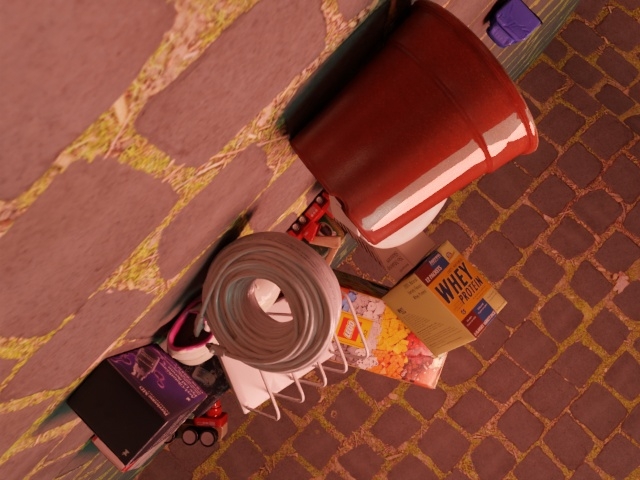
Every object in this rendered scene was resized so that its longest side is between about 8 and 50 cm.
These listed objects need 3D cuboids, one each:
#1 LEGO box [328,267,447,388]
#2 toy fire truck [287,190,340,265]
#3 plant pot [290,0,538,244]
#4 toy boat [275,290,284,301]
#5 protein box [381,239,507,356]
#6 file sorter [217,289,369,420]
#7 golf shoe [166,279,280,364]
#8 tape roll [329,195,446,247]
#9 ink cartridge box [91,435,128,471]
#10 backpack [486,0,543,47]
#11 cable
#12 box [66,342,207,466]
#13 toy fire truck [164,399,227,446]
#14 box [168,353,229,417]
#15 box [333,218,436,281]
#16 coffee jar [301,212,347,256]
[{"bbox_3d":[0.117,0.226,1.720,0.500,0.373,0.193,-152,-99,-78],"label":"LEGO box"},{"bbox_3d":[0.000,-0.007,1.359,0.192,0.135,0.047,-48,173,13],"label":"toy fire truck"},{"bbox_3d":[0.118,-0.149,0.845,0.265,0.272,0.272,-40,174,6],"label":"plant pot"},{"bbox_3d":[-0.125,0.142,1.579,0.151,0.151,0.231,-9,154,-27],"label":"toy boat"},{"bbox_3d":[0.292,0.144,1.402,0.136,0.201,0.200,-40,174,-28],"label":"protein box"},{"bbox_3d":[-0.061,0.244,1.294,0.278,0.192,0.173,-27,-167,-32],"label":"file sorter"},{"bbox_3d":[-0.184,0.129,1.159,0.306,0.115,0.140,-47,170,-8],"label":"golf shoe"},{"bbox_3d":[0.156,-0.127,1.225,0.286,0.100,0.286,-25,136,-27],"label":"tape roll"},{"bbox_3d":[-0.459,0.487,1.514,0.197,0.114,0.273,-45,172,-21],"label":"ink cartridge box"},{"bbox_3d":[0.435,-0.501,1.338,0.101,0.098,0.120,-39,-172,18],"label":"backpack"},{"bbox_3d":[-0.087,0.112,1.018,0.089,0.257,0.257,-36,145,-61],"label":"cable"},{"bbox_3d":[-0.321,0.286,1.044,0.108,0.153,0.207,-47,174,3],"label":"box"},{"bbox_3d":[-0.422,0.536,1.897,0.158,0.217,0.246,0,91,-80],"label":"toy fire truck"},{"bbox_3d":[-0.278,0.301,1.373,0.158,0.156,0.093,-47,172,3],"label":"box"},{"bbox_3d":[0.136,-0.039,1.405,0.094,0.275,0.113,-41,171,-29],"label":"box"},{"bbox_3d":[-0.012,-0.002,1.477,0.184,0.096,0.079,-41,177,-31],"label":"coffee jar"}]
